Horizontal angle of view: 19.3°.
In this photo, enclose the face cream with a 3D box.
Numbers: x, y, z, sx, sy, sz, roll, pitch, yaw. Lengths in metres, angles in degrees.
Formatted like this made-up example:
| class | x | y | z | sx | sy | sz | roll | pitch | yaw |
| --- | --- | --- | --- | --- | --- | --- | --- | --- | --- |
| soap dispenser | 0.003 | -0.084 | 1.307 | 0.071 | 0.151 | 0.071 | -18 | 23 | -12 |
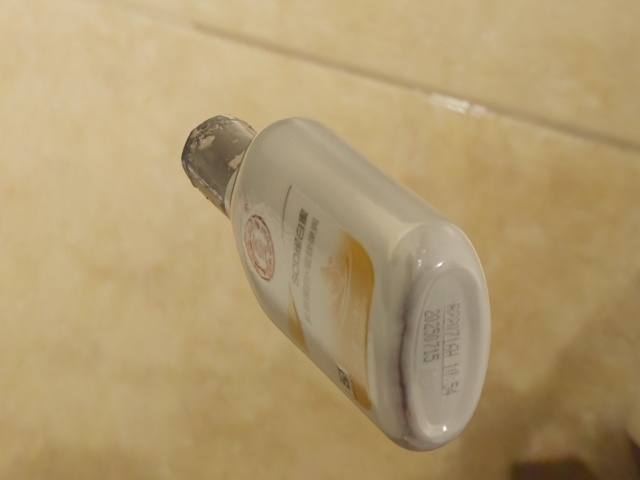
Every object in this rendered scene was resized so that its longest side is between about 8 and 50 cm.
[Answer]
| class | x | y | z | sx | sy | sz | roll | pitch | yaw |
| --- | --- | --- | --- | --- | --- | --- | --- | --- | --- |
| face cream | 0.000 | 0.000 | 1.098 | 0.071 | 0.291 | 0.144 | -12 | 121 | -24 |
